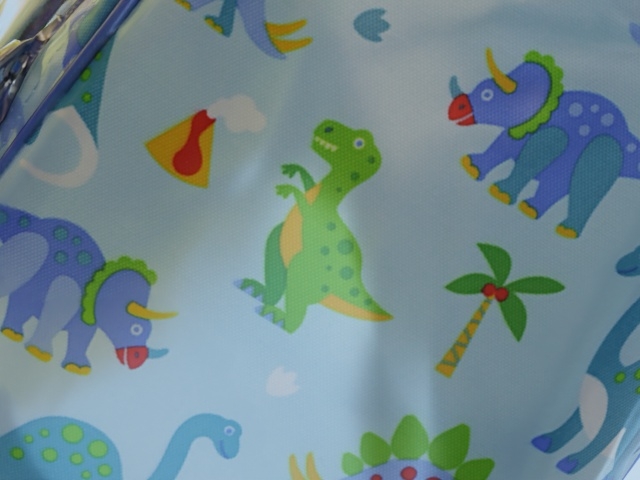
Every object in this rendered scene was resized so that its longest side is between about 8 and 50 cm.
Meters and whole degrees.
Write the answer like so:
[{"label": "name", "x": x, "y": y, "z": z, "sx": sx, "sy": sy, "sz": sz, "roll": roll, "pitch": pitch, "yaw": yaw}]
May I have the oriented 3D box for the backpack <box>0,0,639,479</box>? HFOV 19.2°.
[{"label": "backpack", "x": 0.000, "y": 0.000, "z": 0.605, "sx": 0.290, "sy": 0.355, "sz": 0.273, "roll": 35, "pitch": 176, "yaw": -7}]
